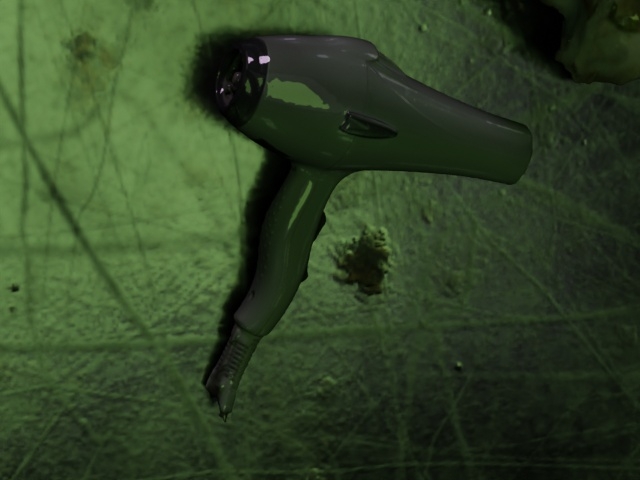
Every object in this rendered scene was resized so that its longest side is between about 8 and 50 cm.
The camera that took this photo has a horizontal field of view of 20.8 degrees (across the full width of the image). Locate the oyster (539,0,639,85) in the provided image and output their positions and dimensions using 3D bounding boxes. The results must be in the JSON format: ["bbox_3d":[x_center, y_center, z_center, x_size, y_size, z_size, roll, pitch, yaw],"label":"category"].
[{"bbox_3d":[0.170,-0.269,1.173,0.351,0.115,0.238,39,96,-13],"label":"oyster"}]

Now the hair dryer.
[{"bbox_3d":[0.034,-0.015,1.203,0.229,0.092,0.267,-5,114,-21],"label":"hair dryer"}]
